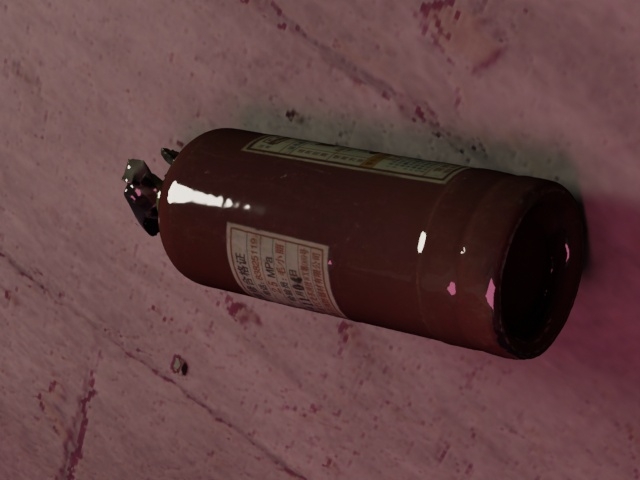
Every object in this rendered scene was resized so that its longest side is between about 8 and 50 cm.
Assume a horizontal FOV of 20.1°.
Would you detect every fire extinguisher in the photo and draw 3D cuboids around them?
[{"bbox_3d":[0.000,0.000,0.760,0.231,0.071,0.099,10,159,37],"label":"fire extinguisher"}]
